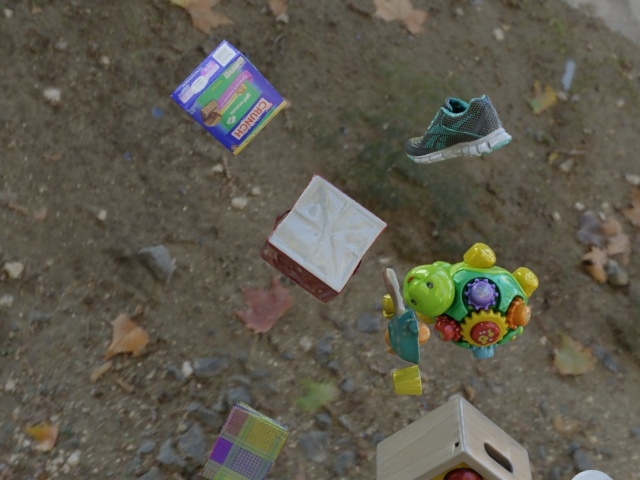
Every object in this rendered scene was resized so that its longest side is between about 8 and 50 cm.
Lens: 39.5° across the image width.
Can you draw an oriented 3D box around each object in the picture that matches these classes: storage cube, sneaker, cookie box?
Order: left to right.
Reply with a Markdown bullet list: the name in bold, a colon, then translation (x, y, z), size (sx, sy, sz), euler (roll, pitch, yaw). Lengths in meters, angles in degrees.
- **cookie box**: translation (-0.104, -0.163, 1.034), size (0.092, 0.107, 0.040), euler (-46, 54, 2)
- **storage cube**: translation (0.000, 0.000, 1.889), size (0.215, 0.193, 0.184), euler (36, 77, -1)
- **sneaker**: translation (0.167, -0.144, 1.130), size (0.065, 0.166, 0.076), euler (-27, 103, -37)

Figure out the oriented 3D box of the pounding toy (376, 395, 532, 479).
- **pounding toy**: translation (0.149, 0.244, 0.870), size (0.141, 0.130, 0.100), euler (40, 30, -23)

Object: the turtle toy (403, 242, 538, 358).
- **turtle toy**: translation (0.127, 0.055, 0.774), size (0.130, 0.095, 0.066), euler (28, 31, -20)

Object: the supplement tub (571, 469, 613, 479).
- **supplement tub**: translation (0.386, 0.367, 1.225), size (0.107, 0.071, 0.071), euler (51, 48, -46)

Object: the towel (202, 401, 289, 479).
- **towel**: translation (-0.072, 0.204, 0.865), size (0.060, 0.009, 0.083), euler (26, 98, -2)

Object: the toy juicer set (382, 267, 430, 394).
- **toy juicer set**: translation (0.192, 0.180, 1.986), size (0.089, 0.329, 0.209), euler (-7, 46, -1)
